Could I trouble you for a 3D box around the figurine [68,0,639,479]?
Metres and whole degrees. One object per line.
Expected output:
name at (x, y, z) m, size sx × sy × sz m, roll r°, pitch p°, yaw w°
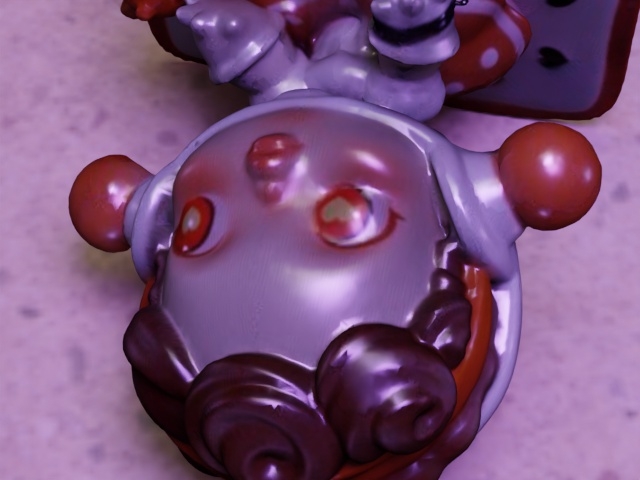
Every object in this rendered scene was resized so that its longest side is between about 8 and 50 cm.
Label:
figurine at (0.000, 0.000, 0.549) m, size 0.183 × 0.160 × 0.226 m, roll 9°, pitch 64°, yaw 7°
